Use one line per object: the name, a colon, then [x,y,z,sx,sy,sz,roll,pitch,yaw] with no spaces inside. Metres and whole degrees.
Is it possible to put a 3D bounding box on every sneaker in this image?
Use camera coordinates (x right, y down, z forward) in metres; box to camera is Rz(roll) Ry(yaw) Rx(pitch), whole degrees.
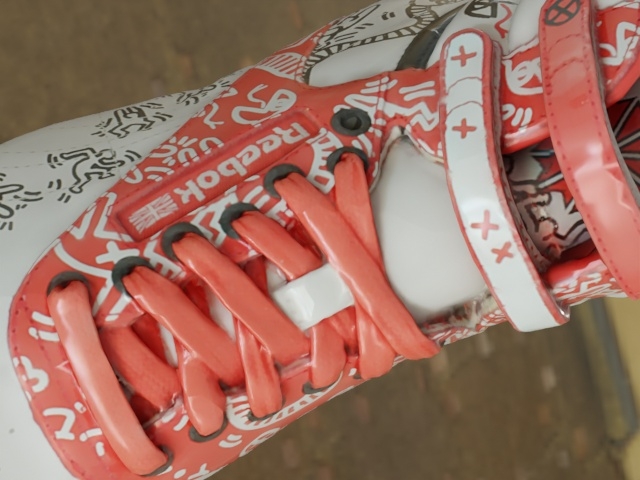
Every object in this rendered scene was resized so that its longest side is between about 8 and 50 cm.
sneaker: [0.000,-0.001,0.398,0.270,0.145,0.090,-31,-76,-37]
